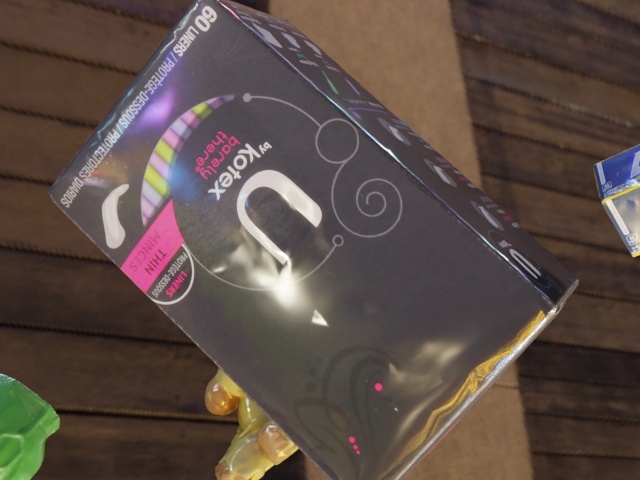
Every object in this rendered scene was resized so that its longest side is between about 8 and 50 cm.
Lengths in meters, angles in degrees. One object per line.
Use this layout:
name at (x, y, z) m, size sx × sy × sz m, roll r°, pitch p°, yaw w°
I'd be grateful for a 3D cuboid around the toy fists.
toy fists at (-0.456, 0.204, 1.268) m, size 0.279 × 0.096 × 0.142 m, roll 35°, pitch 47°, yaw 3°

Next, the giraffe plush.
giraffe plush at (-0.093, 0.231, 1.508) m, size 0.210 × 0.181 × 0.170 m, roll -36°, pitch 83°, yaw -13°

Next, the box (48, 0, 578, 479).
box at (0.000, 0.000, 0.658) m, size 0.270 × 0.165 × 0.143 m, roll 43°, pitch 15°, yaw 11°

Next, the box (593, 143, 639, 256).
box at (0.285, -0.055, 0.756) m, size 0.059 × 0.169 × 0.054 m, roll 54°, pitch 24°, yaw -26°
